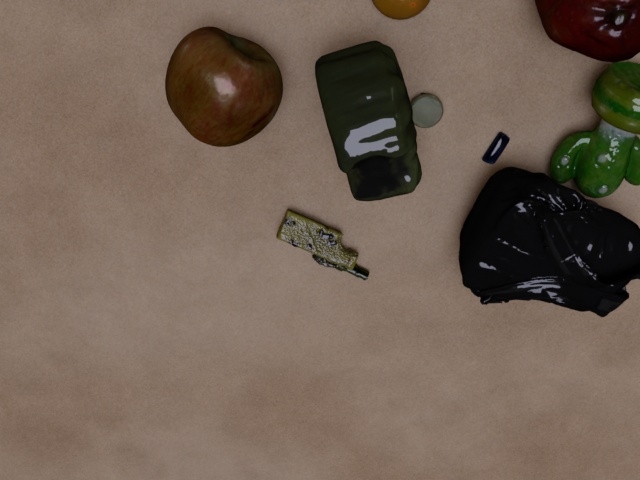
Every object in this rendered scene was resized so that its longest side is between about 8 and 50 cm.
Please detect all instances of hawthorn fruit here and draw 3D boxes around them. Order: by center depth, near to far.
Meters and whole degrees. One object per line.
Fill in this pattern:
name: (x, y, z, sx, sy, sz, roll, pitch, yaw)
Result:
hawthorn fruit: (0.583, -0.490, 1.290, 0.265, 0.307, 0.265, 5, 120, 8)

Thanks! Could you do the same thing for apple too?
apple: (-0.223, -0.338, 1.441, 0.264, 0.264, 0.264, 1, 116, 3)

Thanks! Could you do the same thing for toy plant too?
toy plant: (0.691, -0.239, 1.499, 0.224, 0.184, 0.315, 15, 132, 1)

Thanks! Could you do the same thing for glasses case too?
glasses case: (0.435, -0.225, 1.579, 0.033, 0.023, 0.083, 27, 115, -7)

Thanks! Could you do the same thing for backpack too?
backpack: (0.578, 0.028, 1.568, 0.446, 0.255, 0.363, 14, 129, -7)

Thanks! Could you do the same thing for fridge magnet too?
fridge magnet: (0.179, -0.562, 1.411, 0.143, 0.063, 0.143, 2, 116, 4)

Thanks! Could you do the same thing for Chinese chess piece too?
Chinese chess piece: (0.254, -0.313, 1.543, 0.084, 0.034, 0.084, 1, 118, 2)

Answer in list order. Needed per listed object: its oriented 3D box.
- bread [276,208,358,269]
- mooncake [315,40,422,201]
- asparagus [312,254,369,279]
bread: (0.000, 0.000, 1.689, 0.226, 0.049, 0.088, 22, 93, -8)
mooncake: (0.114, -0.262, 1.419, 0.187, 0.351, 0.351, -17, 114, 10)
asparagus: (0.054, 0.069, 1.737, 0.165, 0.030, 0.036, 19, 77, -6)
